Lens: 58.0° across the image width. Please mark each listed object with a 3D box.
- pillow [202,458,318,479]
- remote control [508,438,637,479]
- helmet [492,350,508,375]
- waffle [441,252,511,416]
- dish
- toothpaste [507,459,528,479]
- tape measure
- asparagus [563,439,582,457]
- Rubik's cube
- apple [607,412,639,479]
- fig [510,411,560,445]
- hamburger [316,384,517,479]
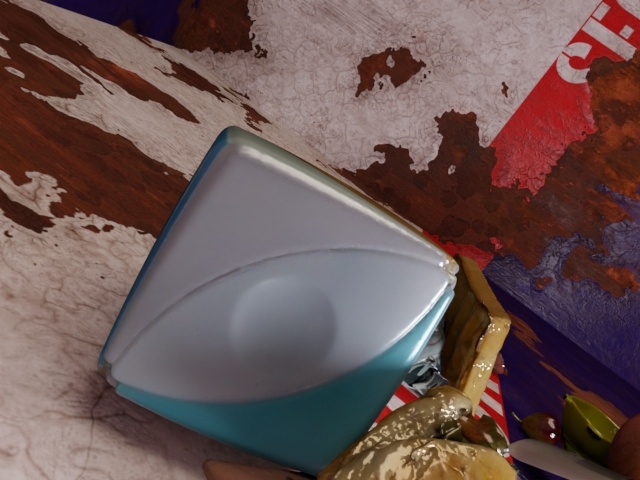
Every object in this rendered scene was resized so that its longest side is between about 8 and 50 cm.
[{"bbox_3d":[-0.017,0.348,0.646,0.223,0.084,0.236,32,11,-45],"label":"pillow"},{"bbox_3d":[0.565,0.493,1.260,0.109,0.055,0.313,15,-7,-34],"label":"remote control"},{"bbox_3d":[0.547,0.388,1.803,0.065,0.049,0.084,79,-4,-63],"label":"helmet"},{"bbox_3d":[0.326,0.223,1.348,0.077,0.304,0.348,14,21,-5],"label":"waffle"},{"bbox_3d":[0.789,0.571,1.670,0.262,0.108,0.221,30,17,-24],"label":"dish"},{"bbox_3d":[0.440,0.525,1.214,0.045,0.028,0.170,34,11,-34],"label":"toothpaste"},{"bbox_3d":[0.171,0.183,1.312,0.275,0.147,0.256,31,36,-11],"label":"tape measure"},{"bbox_3d":[0.653,0.592,1.383,0.080,0.080,0.287,28,9,-27],"label":"asparagus"},{"bbox_3d":[-0.063,0.064,0.821,0.352,0.351,0.347,31,6,-13],"label":"Rubik's cube"},{"bbox_3d":[0.882,0.582,1.406,0.345,0.269,0.345,13,48,-15],"label":"apple"},{"bbox_3d":[0.559,0.488,1.510,0.125,0.089,0.089,11,13,9],"label":"fig"},{"bbox_3d":[0.135,0.290,0.691,0.162,0.209,0.330,46,-11,36],"label":"hamburger"}]
